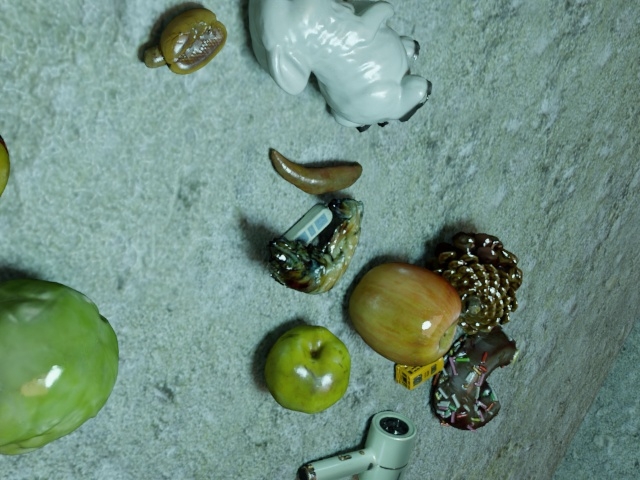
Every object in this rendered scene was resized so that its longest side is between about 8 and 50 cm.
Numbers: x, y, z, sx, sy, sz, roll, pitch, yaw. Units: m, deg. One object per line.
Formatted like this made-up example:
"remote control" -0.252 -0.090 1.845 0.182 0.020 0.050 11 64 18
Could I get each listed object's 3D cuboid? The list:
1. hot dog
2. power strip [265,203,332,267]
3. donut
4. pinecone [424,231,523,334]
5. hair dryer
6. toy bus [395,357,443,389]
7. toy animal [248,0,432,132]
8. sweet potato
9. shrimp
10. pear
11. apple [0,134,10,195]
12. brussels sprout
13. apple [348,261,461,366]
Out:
"hot dog" -0.216 -0.314 1.224 0.140 0.060 0.090 -52 135 -17
"power strip" -0.045 -0.008 1.594 0.191 0.030 0.047 -44 138 -16
"donut" 0.451 0.422 2.269 0.259 0.136 0.345 -13 121 -43
"pinecone" 0.384 0.096 1.929 0.264 0.264 0.264 -24 129 -33
"hair dryer" 0.085 0.594 2.043 0.362 0.128 0.203 -4 117 -34
"toy bus" 0.281 0.339 2.094 0.162 0.074 0.069 -27 129 -29
"toy animal" 0.015 -0.335 1.362 0.357 0.194 0.258 20 124 -33
"sweet potato" -0.002 -0.131 1.544 0.255 0.058 0.078 2 96 -42
"shrimp" 0.000 0.000 1.570 0.233 0.071 0.365 -61 155 0
"pear" -0.028 0.286 1.683 0.200 0.200 0.200 -24 129 -33
"apple" -0.502 -0.100 0.998 0.182 0.155 0.182 -25 132 -31
"brussels sprout" -0.462 0.192 1.173 0.316 0.243 0.274 -16 148 -32
"apple" 0.198 0.170 1.798 0.242 0.241 0.242 -43 150 -34
